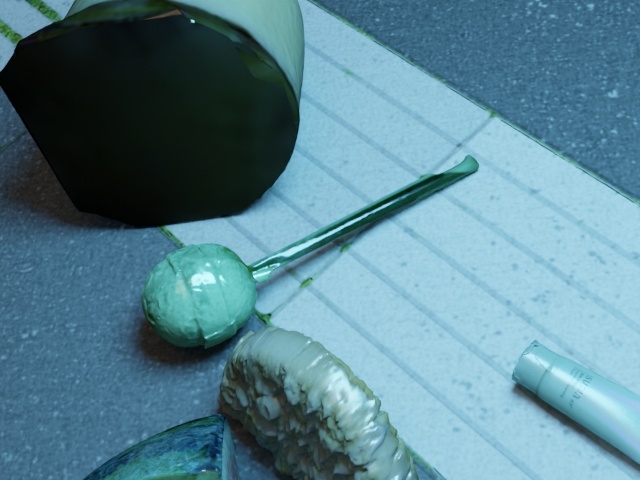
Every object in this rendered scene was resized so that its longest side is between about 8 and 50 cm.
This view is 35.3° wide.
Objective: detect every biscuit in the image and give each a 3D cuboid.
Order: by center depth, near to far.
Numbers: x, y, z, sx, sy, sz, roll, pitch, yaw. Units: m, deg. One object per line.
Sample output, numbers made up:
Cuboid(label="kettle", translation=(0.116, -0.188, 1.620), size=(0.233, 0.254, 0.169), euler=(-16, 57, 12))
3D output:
Cuboid(label="biscuit", translation=(0.009, 0.188, 1.000), size=(0.084, 0.179, 0.281), euler=(-29, 60, -33))

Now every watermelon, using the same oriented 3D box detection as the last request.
Cuboid(label="watermelon", translation=(-0.154, 0.307, 0.903), size=(0.283, 0.250, 0.292), euler=(-38, 54, -7))

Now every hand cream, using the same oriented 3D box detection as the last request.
Cuboid(label="hand cream", translation=(0.290, 0.172, 1.010), size=(0.205, 0.050, 0.078), euler=(30, 68, 24))

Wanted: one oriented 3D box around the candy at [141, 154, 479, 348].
Cuboid(label="candy", translation=(0.000, 0.000, 1.178), size=(0.440, 0.119, 0.119), euler=(-25, 54, -14))

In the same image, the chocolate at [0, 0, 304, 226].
Cuboid(label="chocolate", translation=(-0.180, -0.222, 1.243), size=(0.326, 0.314, 0.297), euler=(-12, 46, 9))
